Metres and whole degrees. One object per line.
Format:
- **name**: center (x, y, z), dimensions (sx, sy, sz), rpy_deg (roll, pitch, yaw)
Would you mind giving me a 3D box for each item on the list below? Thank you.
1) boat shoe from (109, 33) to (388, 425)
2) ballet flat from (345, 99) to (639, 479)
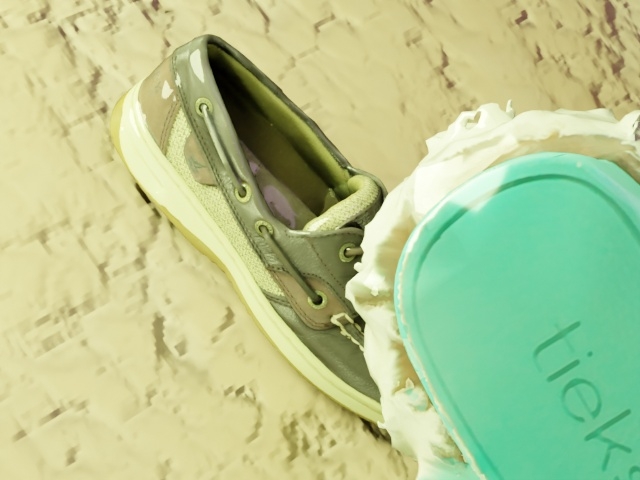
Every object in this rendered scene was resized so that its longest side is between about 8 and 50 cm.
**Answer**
- **boat shoe**: center (0.000, 0.000, 0.563), dimensions (0.152, 0.049, 0.056), rpy_deg (43, 44, -5)
- **ballet flat**: center (0.143, 0.144, 0.508), dimensions (0.147, 0.147, 0.408), rpy_deg (-20, 83, -42)
